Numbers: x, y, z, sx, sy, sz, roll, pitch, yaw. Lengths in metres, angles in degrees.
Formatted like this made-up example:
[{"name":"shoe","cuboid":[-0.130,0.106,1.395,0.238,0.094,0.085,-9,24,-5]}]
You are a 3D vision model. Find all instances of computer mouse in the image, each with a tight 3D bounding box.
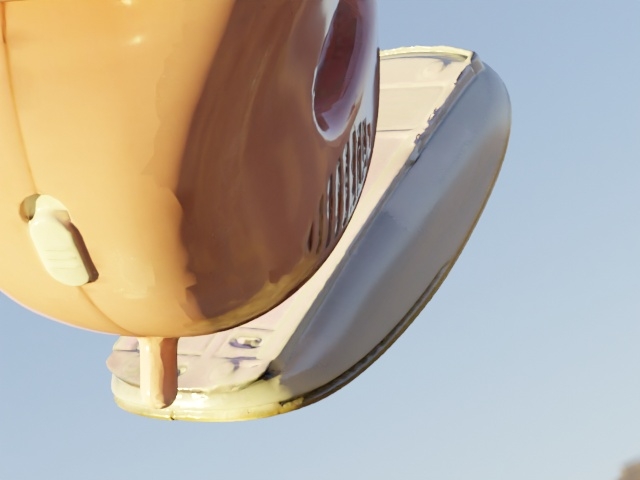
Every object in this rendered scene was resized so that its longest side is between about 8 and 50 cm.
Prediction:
[{"name":"computer mouse","cuboid":[0.000,0.000,0.835,0.126,0.056,0.245,-1,40,37]}]

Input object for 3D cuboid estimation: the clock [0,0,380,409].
[{"name":"clock","cuboid":[-0.039,-0.076,0.618,0.142,0.227,0.241,2,-44,15]}]
